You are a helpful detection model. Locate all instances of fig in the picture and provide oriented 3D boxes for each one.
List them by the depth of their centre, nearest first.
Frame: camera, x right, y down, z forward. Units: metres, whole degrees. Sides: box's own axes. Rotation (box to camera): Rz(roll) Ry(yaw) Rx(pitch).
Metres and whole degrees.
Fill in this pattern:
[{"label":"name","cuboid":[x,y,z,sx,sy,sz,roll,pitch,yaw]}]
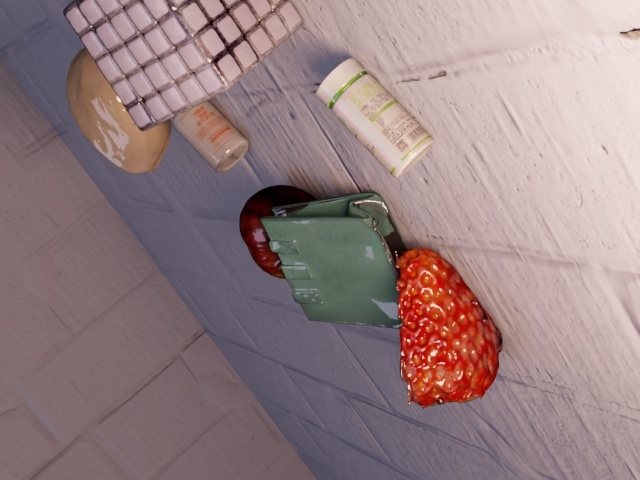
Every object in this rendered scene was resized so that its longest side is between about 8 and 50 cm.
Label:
[{"label":"fig","cuboid":[-0.078,-0.039,2.054,0.204,0.186,0.249,46,-168,-24]}]

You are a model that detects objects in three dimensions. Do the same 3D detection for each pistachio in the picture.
[{"label":"pistachio","cuboid":[-0.472,-0.315,2.306,0.332,0.226,0.208,62,178,-13]}]

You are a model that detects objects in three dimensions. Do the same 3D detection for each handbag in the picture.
[{"label":"handbag","cuboid":[0.049,0.036,1.853,0.274,0.100,0.269,-4,123,39]}]

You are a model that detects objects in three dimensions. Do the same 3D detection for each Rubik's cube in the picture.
[{"label":"Rubik's cube","cuboid":[-0.213,-0.349,1.533,0.236,0.237,0.238,-19,111,43]}]

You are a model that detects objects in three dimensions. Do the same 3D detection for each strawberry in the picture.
[{"label":"strawberry","cuboid":[0.240,0.162,1.726,0.150,0.280,0.253,-10,160,24]}]

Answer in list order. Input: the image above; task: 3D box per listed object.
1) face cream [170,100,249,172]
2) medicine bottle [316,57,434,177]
[{"label":"face cream","cuboid":[-0.274,-0.268,2.129,0.252,0.101,0.101,46,161,10]},{"label":"medicine bottle","cuboid":[0.085,-0.189,1.493,0.183,0.086,0.086,47,161,7]}]
